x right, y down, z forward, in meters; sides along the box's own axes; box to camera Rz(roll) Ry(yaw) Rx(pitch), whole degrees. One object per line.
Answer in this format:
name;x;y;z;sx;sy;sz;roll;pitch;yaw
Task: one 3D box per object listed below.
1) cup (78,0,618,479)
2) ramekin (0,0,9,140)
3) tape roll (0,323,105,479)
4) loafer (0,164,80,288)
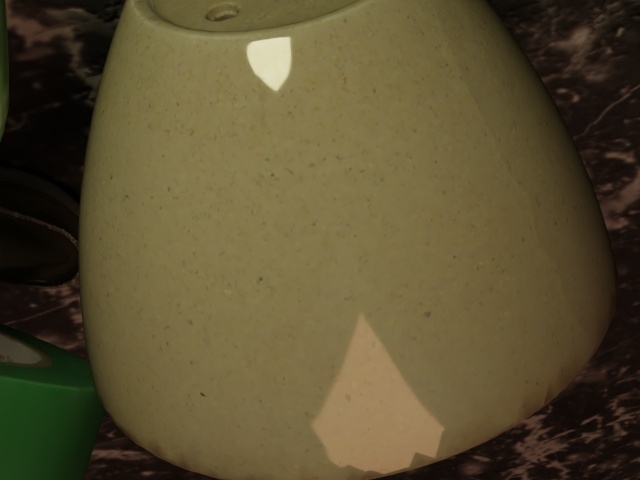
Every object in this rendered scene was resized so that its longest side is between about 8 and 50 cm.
cup;-0.002;-0.056;1.002;0.331;0.331;0.237;-13;122;-2
ramekin;-0.306;-0.110;0.898;0.303;0.148;0.303;-10;149;-6
tape roll;-0.295;0.077;1.083;0.321;0.077;0.321;19;180;0
loafer;-0.257;-0.003;1.147;0.251;0.087;0.094;18;136;-41
